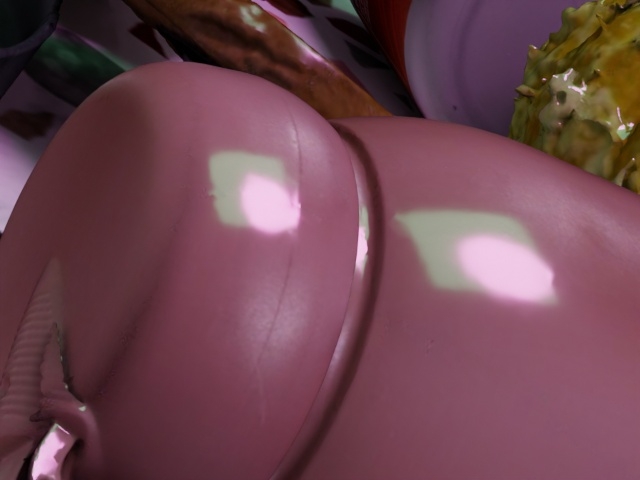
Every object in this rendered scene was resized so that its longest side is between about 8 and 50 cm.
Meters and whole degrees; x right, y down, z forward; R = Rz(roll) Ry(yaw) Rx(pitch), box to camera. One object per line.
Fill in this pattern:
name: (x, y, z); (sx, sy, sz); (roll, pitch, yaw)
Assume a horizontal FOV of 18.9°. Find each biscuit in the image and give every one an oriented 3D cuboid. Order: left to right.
biscuit: (-0.025, -0.073, 0.814); (0.290, 0.041, 0.208); (39, 2, 10)

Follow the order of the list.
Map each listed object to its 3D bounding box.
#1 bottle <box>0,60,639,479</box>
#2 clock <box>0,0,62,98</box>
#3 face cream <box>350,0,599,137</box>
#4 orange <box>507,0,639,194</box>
bottle: (0.041, 0.065, 0.592); (0.297, 0.173, 0.206); (23, 58, -28)
clock: (-0.251, -0.142, 0.735); (0.319, 0.066, 0.319); (29, 21, -12)
face cream: (0.122, -0.163, 1.135); (0.201, 0.201, 0.187); (21, 25, -31)
orange: (0.235, -0.020, 0.976); (0.301, 0.223, 0.300); (36, 16, 5)
